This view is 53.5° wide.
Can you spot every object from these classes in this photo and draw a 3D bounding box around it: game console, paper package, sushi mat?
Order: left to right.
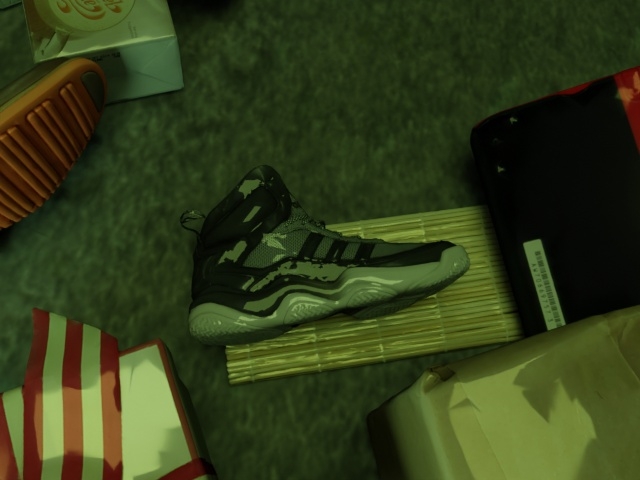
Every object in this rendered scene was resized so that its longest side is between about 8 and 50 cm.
[{"bbox_3d":[0.055,0.049,0.653,0.316,0.019,0.151,-7,71,-9],"label":"sushi mat"},{"bbox_3d":[0.161,0.245,0.441,0.168,0.309,0.325,-13,72,-7],"label":"paper package"},{"bbox_3d":[0.353,0.013,0.592,0.342,0.060,0.386,-17,79,21],"label":"game console"}]

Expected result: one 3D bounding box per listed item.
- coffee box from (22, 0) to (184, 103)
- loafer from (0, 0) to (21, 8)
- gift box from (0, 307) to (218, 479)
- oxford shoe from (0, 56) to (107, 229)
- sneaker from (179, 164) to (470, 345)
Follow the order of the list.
[{"bbox_3d":[-0.247,-0.280,0.691,0.141,0.098,0.246,-14,73,-11],"label":"coffee box"},{"bbox_3d":[-0.391,-0.274,0.707,0.125,0.045,0.039,-25,58,-21],"label":"loafer"},{"bbox_3d":[-0.190,0.210,0.440,0.255,0.258,0.276,-23,76,-14],"label":"gift box"},{"bbox_3d":[-0.350,-0.057,0.556,0.133,0.130,0.364,39,70,13],"label":"oxford shoe"},{"bbox_3d":[0.000,0.000,0.599,0.268,0.101,0.153,-12,73,-8],"label":"sneaker"}]
